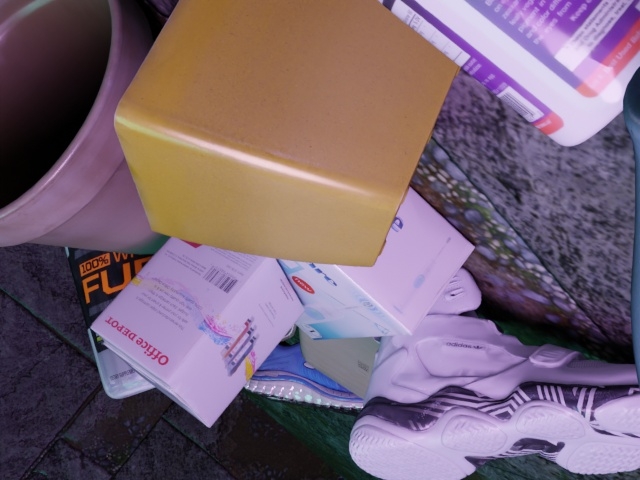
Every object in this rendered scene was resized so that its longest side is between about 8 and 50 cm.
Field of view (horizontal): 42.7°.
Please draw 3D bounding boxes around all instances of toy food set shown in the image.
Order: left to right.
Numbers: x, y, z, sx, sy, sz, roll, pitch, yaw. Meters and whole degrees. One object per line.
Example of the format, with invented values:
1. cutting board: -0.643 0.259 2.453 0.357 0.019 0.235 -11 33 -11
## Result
1. toy food set: 0.090 0.157 1.242 0.306 0.092 0.219 29 148 22

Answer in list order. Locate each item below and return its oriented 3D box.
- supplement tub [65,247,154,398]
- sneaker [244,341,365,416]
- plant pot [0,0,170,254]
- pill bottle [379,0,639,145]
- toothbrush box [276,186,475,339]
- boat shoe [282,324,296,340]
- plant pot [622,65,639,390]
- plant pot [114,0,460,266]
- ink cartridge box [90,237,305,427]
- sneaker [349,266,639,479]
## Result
1. supplement tub: -0.263 0.049 1.229 0.207 0.207 0.338 140 113 -72
2. sneaker: 0.029 0.219 1.406 0.330 0.147 0.130 7 165 20
3. plant pot: -0.269 -0.115 0.945 0.323 0.323 0.280 25 174 34
4. pill bottle: 0.091 -0.149 0.431 0.193 0.108 0.108 38 162 -2
5. toothbrush box: 0.000 0.000 0.938 0.216 0.126 0.295 42 160 -11
6. boat shoe: -0.094 0.068 1.243 0.305 0.109 0.091 71 173 -46
7. plant pot: 0.252 0.020 0.338 0.272 0.272 0.255 7 130 57
8. plant pot: -0.010 -0.094 0.627 0.187 0.212 0.212 24 160 5
9. ink cartridge box: -0.131 0.087 0.905 0.128 0.176 0.127 28 158 32
10. sneaker: 0.207 0.128 0.859 0.366 0.210 0.137 -13 138 22
